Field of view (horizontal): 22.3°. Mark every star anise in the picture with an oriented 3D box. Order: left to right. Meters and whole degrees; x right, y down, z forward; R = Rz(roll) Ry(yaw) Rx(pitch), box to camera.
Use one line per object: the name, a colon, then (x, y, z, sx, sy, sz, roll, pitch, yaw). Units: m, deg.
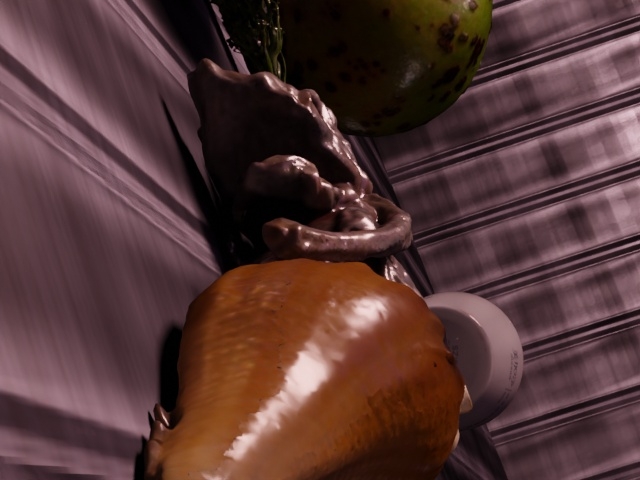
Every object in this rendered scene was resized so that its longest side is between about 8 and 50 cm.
star anise: (0.000, 0.000, 0.817, 0.209, 0.089, 0.231, 61, 0, -24)

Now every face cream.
face cream: (0.107, 0.100, 1.343, 0.117, 0.117, 0.104, 69, 13, 11)

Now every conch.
conch: (0.004, 0.057, 0.597, 0.330, 0.093, 0.109, -13, 88, -84)

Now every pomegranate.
pomegranate: (0.070, -0.226, 1.405, 0.231, 0.286, 0.231, 45, 8, -8)

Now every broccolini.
broccolini: (-0.026, -0.095, 1.190, 0.054, 0.051, 0.239, -135, -156, -79)

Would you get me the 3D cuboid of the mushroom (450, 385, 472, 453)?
mushroom: (0.075, 0.122, 1.190, 0.083, 0.067, 0.083, 160, -90, -88)
